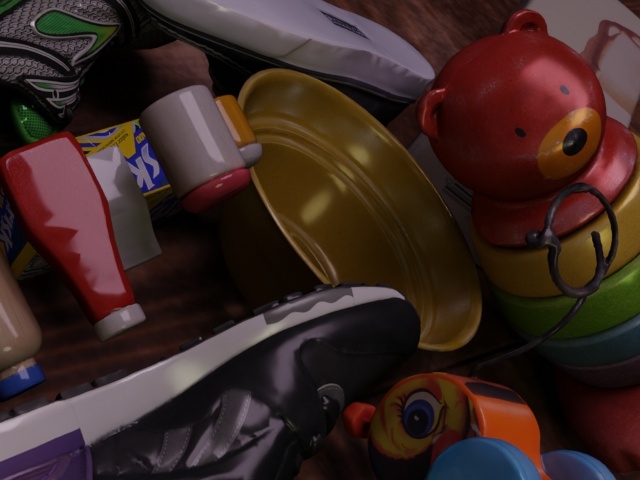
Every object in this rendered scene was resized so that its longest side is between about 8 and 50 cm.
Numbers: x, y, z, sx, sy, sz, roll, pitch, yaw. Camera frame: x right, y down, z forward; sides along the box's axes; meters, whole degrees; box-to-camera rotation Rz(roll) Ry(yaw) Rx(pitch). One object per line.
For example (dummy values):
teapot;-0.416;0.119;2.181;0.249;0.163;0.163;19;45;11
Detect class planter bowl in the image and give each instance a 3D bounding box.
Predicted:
planter bowl;0.000;0.000;0.758;0.217;0.090;0.217;36;32;-27

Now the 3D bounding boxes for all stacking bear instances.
stacking bear;0.172;-0.014;0.782;0.289;0.175;0.164;53;-3;-30

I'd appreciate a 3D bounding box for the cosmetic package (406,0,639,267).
cosmetic package;0.184;-0.116;1.010;0.129;0.153;0.296;39;37;-1

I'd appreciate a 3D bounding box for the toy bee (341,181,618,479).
toy bee;0.086;0.140;0.644;0.195;0.162;0.298;40;59;-32

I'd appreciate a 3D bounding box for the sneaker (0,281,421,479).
sneaker;-0.056;0.120;0.566;0.283;0.107;0.124;-22;73;-27

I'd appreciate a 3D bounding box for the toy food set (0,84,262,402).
toy food set;-0.114;0.008;0.582;0.232;0.111;0.105;-26;86;-25

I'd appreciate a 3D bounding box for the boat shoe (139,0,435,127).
boat shoe;-0.033;-0.129;0.850;0.108;0.102;0.301;48;22;27

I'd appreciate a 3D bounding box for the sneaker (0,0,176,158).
sneaker;-0.197;-0.119;0.736;0.343;0.134;0.146;-29;97;-56

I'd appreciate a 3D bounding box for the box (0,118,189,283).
box;-0.132;-0.032;0.722;0.054;0.059;0.169;50;37;10
